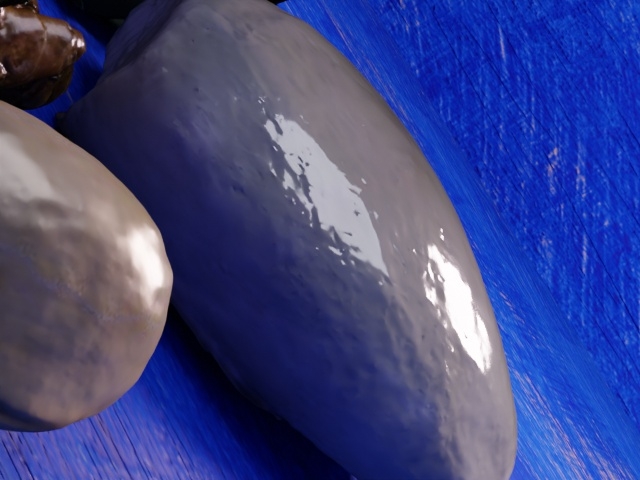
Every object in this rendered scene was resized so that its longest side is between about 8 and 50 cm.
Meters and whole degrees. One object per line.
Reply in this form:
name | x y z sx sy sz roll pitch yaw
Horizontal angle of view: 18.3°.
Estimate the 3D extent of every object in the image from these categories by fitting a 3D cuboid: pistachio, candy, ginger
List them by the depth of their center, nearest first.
pistachio | -0.142 0.008 0.857 0.200 0.117 0.145 42 22 -50
ginger | -0.190 -0.128 1.178 0.103 0.073 0.162 62 11 26
candy | 0.000 0.000 1.381 0.427 0.186 0.386 57 6 -2

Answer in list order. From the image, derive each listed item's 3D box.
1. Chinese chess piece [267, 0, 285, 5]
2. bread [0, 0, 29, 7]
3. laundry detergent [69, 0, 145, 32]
Chinese chess piece | -0.060 -0.369 1.763 0.146 0.349 0.349 69 -3 -51
bread | -0.221 -0.248 0.988 0.279 0.225 0.250 62 12 8
laundry detergent | -0.146 -0.196 1.550 0.144 0.078 0.221 42 2 25
